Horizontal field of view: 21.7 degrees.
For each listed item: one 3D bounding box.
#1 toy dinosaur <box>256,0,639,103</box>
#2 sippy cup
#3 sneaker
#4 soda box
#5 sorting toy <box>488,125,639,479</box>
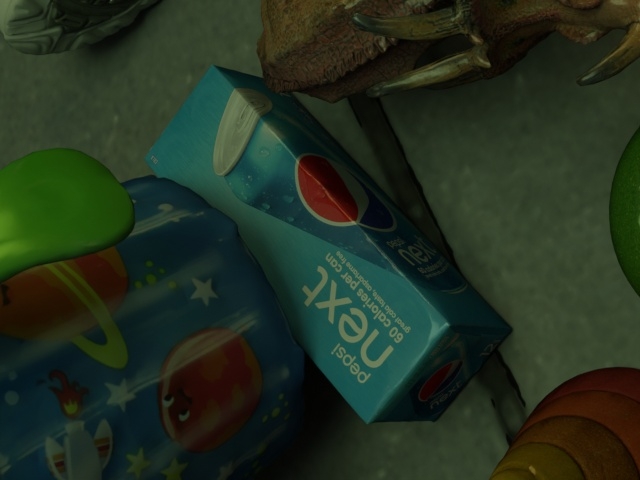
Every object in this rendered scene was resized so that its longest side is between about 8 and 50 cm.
[{"bbox_3d":[0.035,-0.121,0.791,0.296,0.127,0.200,-33,46,47],"label":"toy dinosaur"},{"bbox_3d":[-0.138,0.082,0.854,0.305,0.224,0.240,-10,106,64],"label":"sippy cup"},{"bbox_3d":[-0.129,-0.220,0.998,0.115,0.090,0.232,41,99,37],"label":"sneaker"},{"bbox_3d":[0.000,0.000,0.888,0.210,0.067,0.071,48,112,28],"label":"soda box"},{"bbox_3d":[0.156,0.003,0.745,0.127,0.126,0.365,28,102,34],"label":"sorting toy"}]
